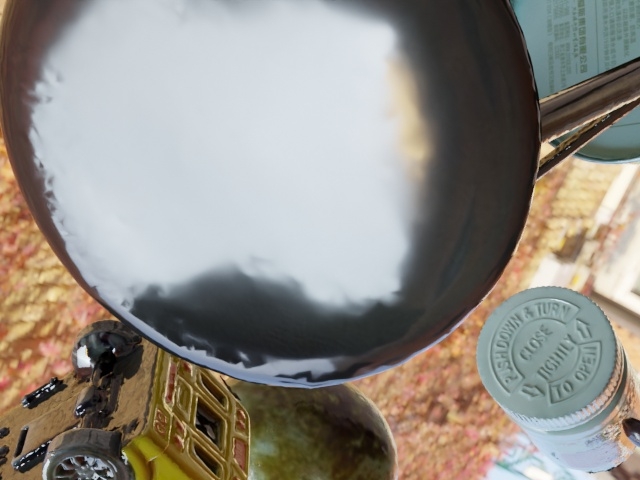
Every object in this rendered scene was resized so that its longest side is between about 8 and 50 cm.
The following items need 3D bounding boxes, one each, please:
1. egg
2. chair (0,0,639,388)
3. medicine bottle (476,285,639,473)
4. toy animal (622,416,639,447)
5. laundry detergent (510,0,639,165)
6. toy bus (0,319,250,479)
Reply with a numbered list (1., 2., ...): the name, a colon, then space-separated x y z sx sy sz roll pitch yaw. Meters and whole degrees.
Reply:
1. egg: -0.034 0.271 1.334 0.289 0.238 0.238 45 -175 -30
2. chair: 0.024 -0.128 0.708 0.362 0.364 0.410 50 -149 -2
3. medicine bottle: 0.303 0.180 1.276 0.158 0.158 0.318 34 173 32
4. toy animal: 0.276 0.230 0.495 0.195 0.324 0.090 -5 161 -12
5. laundry detergent: 0.384 -0.205 1.053 0.305 0.287 0.287 2 -153 -40
6. toy bus: -0.217 0.202 0.799 0.152 0.330 0.144 48 -160 -28
